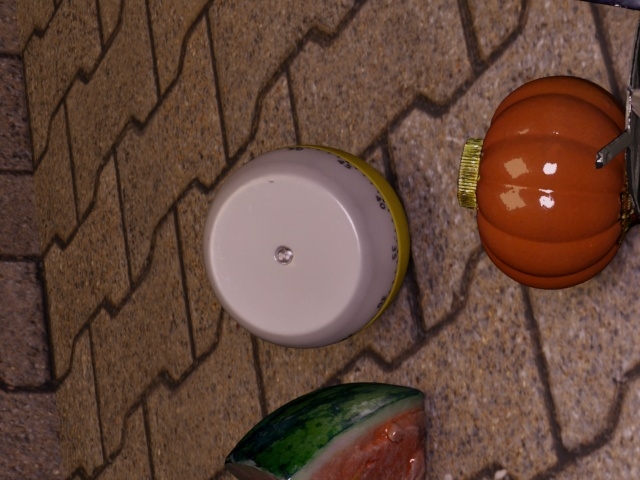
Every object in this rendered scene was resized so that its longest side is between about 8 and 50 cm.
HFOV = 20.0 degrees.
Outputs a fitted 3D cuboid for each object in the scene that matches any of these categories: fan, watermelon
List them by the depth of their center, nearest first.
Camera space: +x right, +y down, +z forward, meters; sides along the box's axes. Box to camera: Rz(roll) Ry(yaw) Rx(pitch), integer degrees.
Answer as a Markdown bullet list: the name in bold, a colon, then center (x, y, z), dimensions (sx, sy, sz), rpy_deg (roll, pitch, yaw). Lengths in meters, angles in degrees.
- **fan**: center (0.306, -0.088, 1.726), dimensions (0.294, 0.012, 0.223), rpy_deg (-66, -29, -42)
- **watermelon**: center (0.031, 0.271, 2.348), dimensions (0.222, 0.319, 0.292), rpy_deg (-54, 33, -8)

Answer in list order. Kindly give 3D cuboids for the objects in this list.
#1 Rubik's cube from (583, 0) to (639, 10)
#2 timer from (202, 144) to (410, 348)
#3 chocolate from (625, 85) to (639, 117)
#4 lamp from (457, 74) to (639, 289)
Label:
- **Rubik's cube**: center (0.224, -0.410, 1.692), dimensions (0.313, 0.318, 0.316), rpy_deg (-95, 14, -68)
- **timer**: center (0.000, 0.000, 2.359), dimensions (0.285, 0.285, 0.285), rpy_deg (-178, 90, -65)
- **chocolate**: center (0.395, -0.139, 1.593), dimensions (0.147, 0.221, 0.221), rpy_deg (-61, 27, -2)
- **lamp**: center (0.241, -0.059, 1.852), dimensions (0.223, 0.196, 0.223), rpy_deg (7, -90, -76)
